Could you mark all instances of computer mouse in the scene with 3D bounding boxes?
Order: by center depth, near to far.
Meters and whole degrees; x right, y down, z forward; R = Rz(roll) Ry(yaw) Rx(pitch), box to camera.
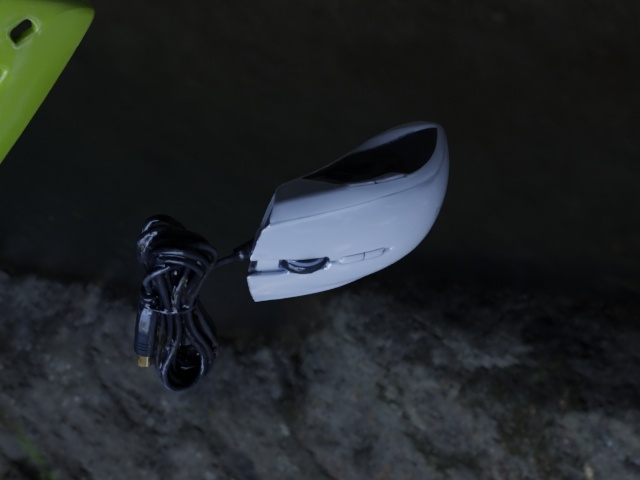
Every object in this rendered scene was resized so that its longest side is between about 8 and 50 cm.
[{"bbox_3d":[0.000,0.000,0.526,0.042,0.193,0.106,43,144,28],"label":"computer mouse"}]

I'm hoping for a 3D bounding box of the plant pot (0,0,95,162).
[{"bbox_3d":[-0.343,-0.154,0.816,0.227,0.228,0.207,41,-164,14],"label":"plant pot"}]
